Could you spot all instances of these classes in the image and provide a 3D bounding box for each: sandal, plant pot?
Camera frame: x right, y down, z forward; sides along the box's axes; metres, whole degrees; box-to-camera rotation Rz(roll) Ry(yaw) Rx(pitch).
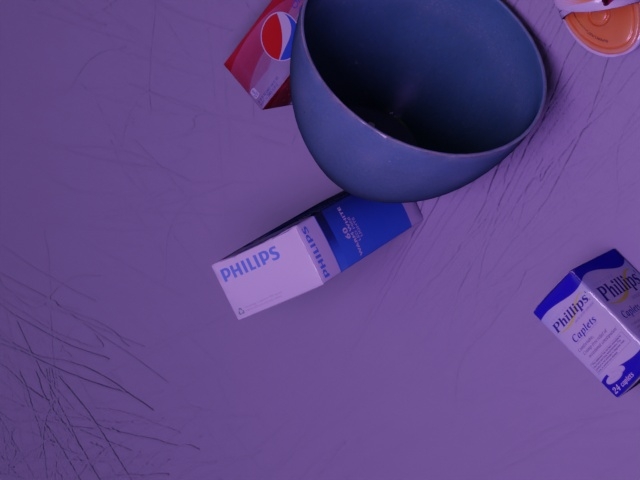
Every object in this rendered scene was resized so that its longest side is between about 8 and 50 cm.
[{"bbox_3d":[0.279,-0.327,1.807,0.102,0.076,0.265,-16,91,34],"label":"sandal"},{"bbox_3d":[0.085,-0.155,1.870,0.290,0.290,0.195,48,142,15],"label":"plant pot"}]

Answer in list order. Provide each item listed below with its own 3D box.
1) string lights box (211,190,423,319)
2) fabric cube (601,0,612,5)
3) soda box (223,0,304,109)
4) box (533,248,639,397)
[{"bbox_3d":[0.000,0.000,1.939,0.133,0.260,0.076,-24,94,34],"label":"string lights box"},{"bbox_3d":[0.284,-0.431,1.637,0.254,0.259,0.258,-40,77,9],"label":"fabric cube"},{"bbox_3d":[-0.001,-0.280,1.985,0.083,0.092,0.263,50,121,16],"label":"soda box"},{"bbox_3d":[0.330,0.090,1.833,0.137,0.126,0.072,46,121,16],"label":"box"}]
